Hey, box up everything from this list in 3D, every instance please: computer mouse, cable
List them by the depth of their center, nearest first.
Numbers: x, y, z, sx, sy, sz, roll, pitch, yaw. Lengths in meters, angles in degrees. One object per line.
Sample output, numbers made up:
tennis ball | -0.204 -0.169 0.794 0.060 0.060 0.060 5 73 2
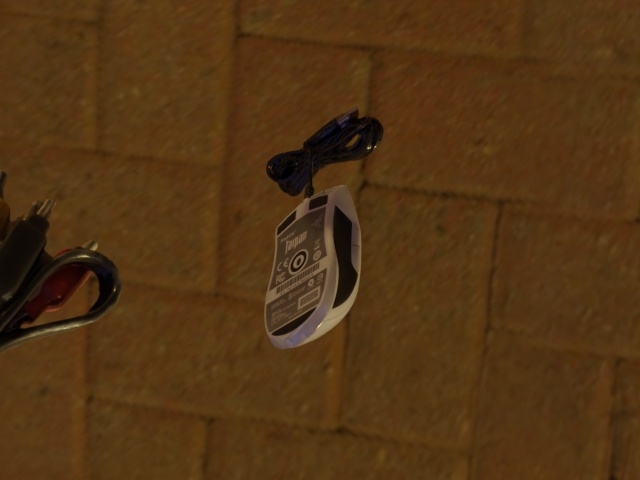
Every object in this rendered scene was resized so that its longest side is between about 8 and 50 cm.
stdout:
computer mouse | 0.000 0.000 1.107 0.042 0.193 0.106 34 133 -31
cable | -0.256 0.072 1.239 0.139 0.287 0.072 36 143 -9
